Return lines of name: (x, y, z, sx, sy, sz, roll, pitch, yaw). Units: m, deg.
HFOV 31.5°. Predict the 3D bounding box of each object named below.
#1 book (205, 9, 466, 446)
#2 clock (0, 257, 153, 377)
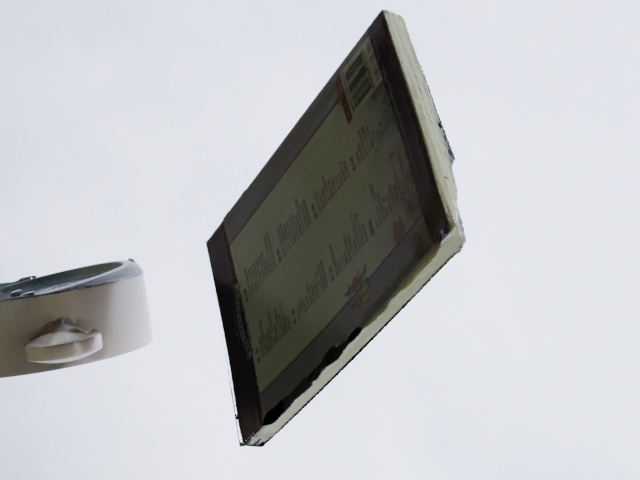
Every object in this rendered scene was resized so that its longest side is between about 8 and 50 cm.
book: (0.001, 0.000, 0.668, 0.231, 0.026, 0.157, -49, -139, 41)
clock: (-0.201, 0.054, 0.809, 0.229, 0.156, 0.063, 180, -97, -70)
